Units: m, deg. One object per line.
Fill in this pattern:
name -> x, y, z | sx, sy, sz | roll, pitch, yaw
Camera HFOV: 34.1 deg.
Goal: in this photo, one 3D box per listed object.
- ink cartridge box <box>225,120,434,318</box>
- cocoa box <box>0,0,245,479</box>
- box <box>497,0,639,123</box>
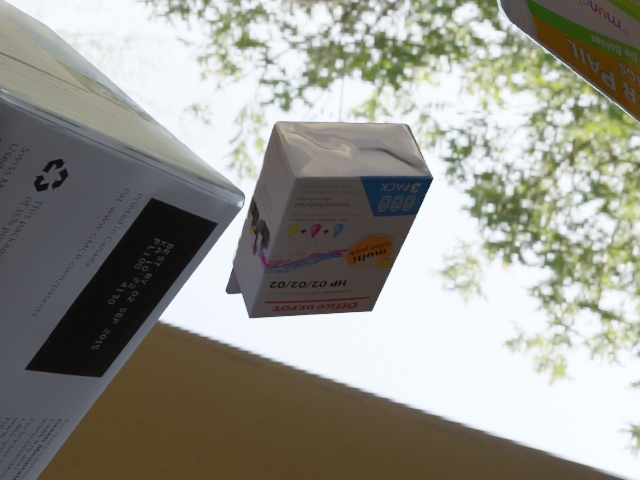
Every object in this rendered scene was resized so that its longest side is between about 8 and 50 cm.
ink cartridge box -> 0.000, 0.000, 0.767 | 0.104, 0.181, 0.061 | -1, -133, -22
cocoa box -> -0.265, 0.024, 0.592 | 0.228, 0.347, 0.231 | 41, -173, 26
box -> 0.159, -0.104, 0.398 | 0.103, 0.114, 0.203 | -36, -128, -5
